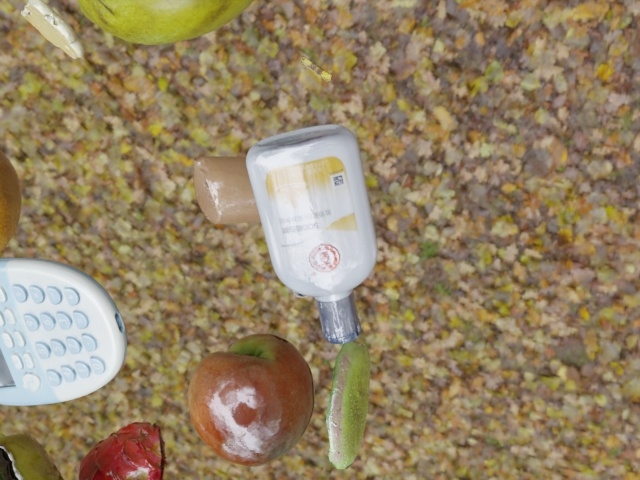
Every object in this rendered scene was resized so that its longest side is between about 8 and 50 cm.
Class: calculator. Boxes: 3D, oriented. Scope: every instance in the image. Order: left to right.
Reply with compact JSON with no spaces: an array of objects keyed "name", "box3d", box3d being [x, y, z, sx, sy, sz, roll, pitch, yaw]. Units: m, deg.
[{"name":"calculator","box3d":[-0.363,0.110,0.948,0.303,0.042,0.188,-6,111,24]}]

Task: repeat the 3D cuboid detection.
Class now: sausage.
[{"name":"sausage","box3d":[-0.105,-0.093,1.437,0.253,0.123,0.123,-4,146,-28]}]

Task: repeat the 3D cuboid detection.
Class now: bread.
[{"name":"bread","box3d":[-0.556,0.531,1.470,0.251,0.208,0.376,-37,83,49]},{"name":"bread","box3d":[-0.666,-0.531,1.999,0.182,0.039,0.251,42,170,-24]},{"name":"bread","box3d":[0.067,0.362,1.763,0.045,0.301,0.301,4,132,17]}]

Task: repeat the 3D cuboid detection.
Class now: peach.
[{"name":"peach","box3d":[-0.126,0.306,1.526,0.253,0.252,0.252,15,135,15]}]

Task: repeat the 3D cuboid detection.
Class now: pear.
[{"name":"pear","box3d":[-0.246,-0.500,1.279,0.414,0.352,0.352,-15,122,39]}]

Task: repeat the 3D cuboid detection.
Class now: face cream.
[{"name":"face cream","box3d":[0.000,0.000,1.030,0.144,0.071,0.291,-10,115,2]}]

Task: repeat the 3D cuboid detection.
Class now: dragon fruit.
[{"name":"dragon fruit","box3d":[-0.425,0.495,1.721,0.261,0.189,0.162,-131,36,-51]}]

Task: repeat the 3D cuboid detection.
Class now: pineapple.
[{"name":"pineapple","box3d":[-0.012,-0.366,1.691,0.083,0.045,0.019,31,98,-19]}]

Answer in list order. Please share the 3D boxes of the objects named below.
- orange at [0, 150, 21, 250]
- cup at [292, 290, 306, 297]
[{"name":"orange","box3d":[-0.659,-0.069,1.419,0.264,0.264,0.264,15,135,15]},{"name":"cup","box3d":[-0.051,0.064,1.858,0.099,0.074,0.102,49,139,37]}]
